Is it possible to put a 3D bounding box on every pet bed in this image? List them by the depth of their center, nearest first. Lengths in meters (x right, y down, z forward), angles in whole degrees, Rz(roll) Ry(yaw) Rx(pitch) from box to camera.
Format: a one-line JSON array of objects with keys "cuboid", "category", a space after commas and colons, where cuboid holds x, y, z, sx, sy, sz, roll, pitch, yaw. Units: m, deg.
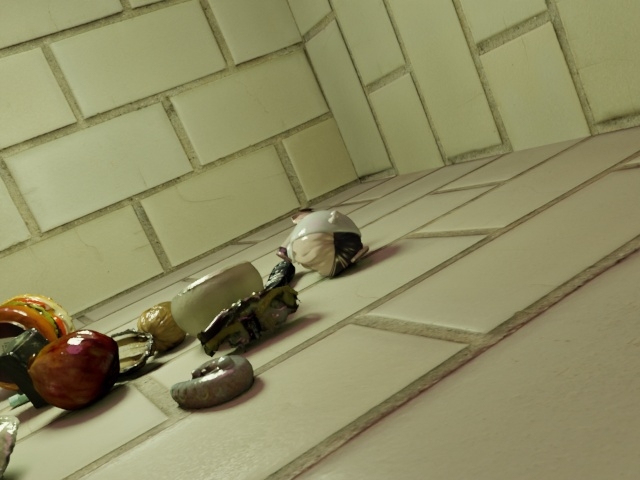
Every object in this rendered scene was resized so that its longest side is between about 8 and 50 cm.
[{"cuboid": [-0.884, 0.393, 2.009, 0.159, 0.211, 0.183, -45, 14, -27], "category": "pet bed"}]

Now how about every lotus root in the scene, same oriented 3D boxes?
[{"cuboid": [-0.603, 0.361, 1.994, 0.329, 0.078, 0.167, -15, 48, 34], "category": "lotus root"}]

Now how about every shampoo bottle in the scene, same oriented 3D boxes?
[{"cuboid": [-0.928, 0.492, 2.156, 0.191, 0.041, 0.069, -25, 15, -13], "category": "shampoo bottle"}]

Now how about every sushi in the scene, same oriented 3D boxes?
[{"cuboid": [-0.188, 0.216, 1.744, 0.291, 0.131, 0.139, -33, -11, -17], "category": "sushi"}]

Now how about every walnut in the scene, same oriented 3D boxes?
[{"cuboid": [-0.495, 0.267, 2.070, 0.155, 0.155, 0.184, -20, 8, 15], "category": "walnut"}]

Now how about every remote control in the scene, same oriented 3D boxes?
[{"cuboid": [-0.138, 0.137, 2.264, 0.090, 0.066, 0.266, -34, 10, 15], "category": "remote control"}]

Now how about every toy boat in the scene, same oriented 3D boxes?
[{"cuboid": [-0.245, 0.302, 1.462, 0.227, 0.085, 0.155, -13, 12, 46], "category": "toy boat"}]

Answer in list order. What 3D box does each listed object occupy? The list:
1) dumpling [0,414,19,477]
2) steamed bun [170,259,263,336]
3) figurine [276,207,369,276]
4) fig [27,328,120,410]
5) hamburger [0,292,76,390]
[{"cuboid": [-0.786, 0.509, 1.472, 0.227, 0.243, 0.175, 2, -20, 26], "category": "dumpling"}, {"cuboid": [-0.289, 0.188, 1.915, 0.283, 0.177, 0.283, -27, -4, -2], "category": "steamed bun"}, {"cuboid": [-0.009, 0.003, 2.190, 0.253, 0.211, 0.361, -19, 11, -14], "category": "figurine"}, {"cuboid": [-0.673, 0.357, 1.815, 0.263, 0.224, 0.224, -23, 8, 21], "category": "fig"}, {"cuboid": [-1.080, 0.364, 2.392, 0.330, 0.330, 0.250, -21, 7, 8], "category": "hamburger"}]
